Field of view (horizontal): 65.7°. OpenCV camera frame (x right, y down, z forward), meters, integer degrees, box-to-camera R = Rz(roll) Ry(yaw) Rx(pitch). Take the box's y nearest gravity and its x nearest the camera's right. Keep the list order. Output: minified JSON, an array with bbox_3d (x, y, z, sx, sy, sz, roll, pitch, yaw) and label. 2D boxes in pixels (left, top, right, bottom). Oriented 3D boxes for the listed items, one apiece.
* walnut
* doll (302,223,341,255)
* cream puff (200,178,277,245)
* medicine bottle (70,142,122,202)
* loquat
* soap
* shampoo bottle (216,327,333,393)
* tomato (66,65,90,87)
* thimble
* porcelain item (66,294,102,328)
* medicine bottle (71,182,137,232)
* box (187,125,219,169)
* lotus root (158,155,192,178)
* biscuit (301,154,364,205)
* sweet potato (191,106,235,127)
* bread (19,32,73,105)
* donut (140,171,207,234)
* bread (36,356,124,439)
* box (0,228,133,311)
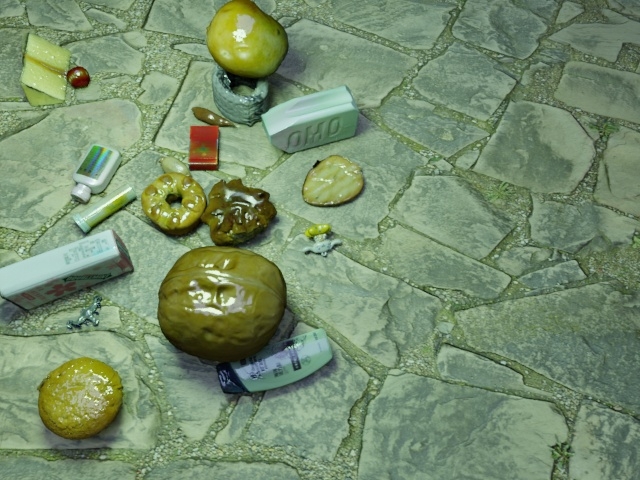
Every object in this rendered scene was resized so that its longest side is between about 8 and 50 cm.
[{"bbox_3d":[-0.301,0.184,1.513,0.397,0.308,0.354,2,44,-1],"label":"walnut"},{"bbox_3d":[-0.007,0.002,1.757,0.135,0.071,0.113,-37,92,-11],"label":"doll"},{"bbox_3d":[-0.293,-0.094,1.728,0.240,0.155,0.269,29,61,3],"label":"cream puff"},{"bbox_3d":[-0.819,-0.241,1.788,0.115,0.078,0.219,20,67,2],"label":"medicine bottle"},{"bbox_3d":[-0.264,-0.711,1.776,0.283,0.276,0.276,28,65,-20],"label":"loquat"},{"bbox_3d":[-0.041,-0.443,1.858,0.346,0.208,0.115,-17,69,-11],"label":"soap"},{"bbox_3d":[-0.139,0.395,1.564,0.359,0.078,0.134,-17,73,-11],"label":"shampoo bottle"},{"bbox_3d":[-0.951,-0.640,1.950,0.087,0.087,0.075,-26,99,-14],"label":"tomato"},{"bbox_3d":[-0.307,-0.584,1.928,0.217,0.157,0.246,-26,72,-13],"label":"thimble"},{"bbox_3d":[-0.750,0.248,1.614,0.075,0.021,0.136,37,69,12],"label":"porcelain item"},{"bbox_3d":[-0.757,-0.117,1.746,0.218,0.074,0.074,-39,75,-20],"label":"medicine bottle"},{"bbox_3d":[-0.440,-0.350,1.877,0.112,0.048,0.175,0,66,-6],"label":"box"},{"bbox_3d":[-0.539,-0.268,1.824,0.150,0.073,0.062,32,25,10],"label":"lotus root"},{"bbox_3d":[0.041,-0.218,1.862,0.260,0.041,0.203,-34,76,-16],"label":"biscuit"},{"bbox_3d":[-0.418,-0.475,1.933,0.194,0.056,0.057,23,67,2],"label":"sweet potato"},{"bbox_3d":[-1.096,-0.663,1.941,0.141,0.178,0.266,-20,63,22],"label":"bread"},{"bbox_3d":[-0.508,-0.130,1.743,0.226,0.114,0.227,1,66,-3],"label":"donut"},{"bbox_3d":[-0.697,0.466,1.460,0.239,0.139,0.240,1,67,-3],"label":"bread"},{"bbox_3d":[-0.813,0.094,1.587,0.369,0.190,0.112,-20,69,-13],"label":"box"}]
